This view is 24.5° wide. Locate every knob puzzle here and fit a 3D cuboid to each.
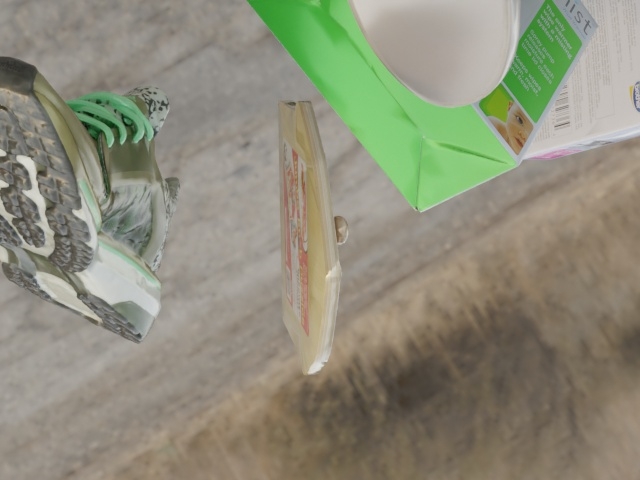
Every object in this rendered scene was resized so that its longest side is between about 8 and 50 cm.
[{"bbox_3d":[0.000,0.000,1.010,0.030,0.213,0.213,-3,160,-9],"label":"knob puzzle"}]

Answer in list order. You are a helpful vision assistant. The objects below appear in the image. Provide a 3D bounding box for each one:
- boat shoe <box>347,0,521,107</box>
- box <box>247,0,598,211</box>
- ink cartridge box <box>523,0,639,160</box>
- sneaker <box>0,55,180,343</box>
[{"bbox_3d":[0.072,-0.274,1.030,0.127,0.341,0.158,-8,-155,28],"label":"boat shoe"},{"bbox_3d":[0.087,-0.202,1.263,0.126,0.262,0.231,-24,-159,44],"label":"box"},{"bbox_3d":[0.332,-0.206,1.617,0.065,0.186,0.311,1,171,-35],"label":"ink cartridge box"},{"bbox_3d":[-0.194,-0.067,1.180,0.410,0.158,0.182,84,29,-69],"label":"sneaker"}]
